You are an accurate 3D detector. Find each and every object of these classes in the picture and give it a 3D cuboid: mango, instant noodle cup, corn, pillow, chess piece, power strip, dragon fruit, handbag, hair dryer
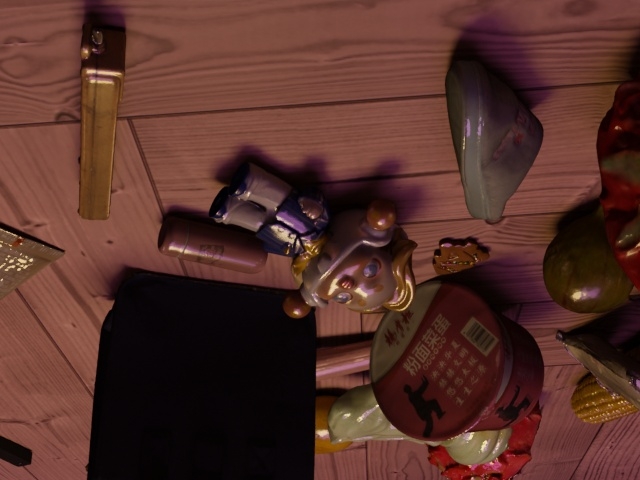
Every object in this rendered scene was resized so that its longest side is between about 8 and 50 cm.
[{"bbox_3d":[-0.012,0.352,1.669,0.195,0.098,0.137,-20,147,37],"label":"mango"},{"bbox_3d":[0.215,0.191,1.331,0.235,0.234,0.178,-27,149,33],"label":"instant noodle cup"},{"bbox_3d":[0.553,0.244,1.539,0.106,0.106,0.305,10,150,-19],"label":"corn"},{"bbox_3d":[0.480,0.214,1.389,0.059,0.255,0.169,-43,103,-1],"label":"pillow"},{"bbox_3d":[0.162,0.292,1.509,0.298,0.175,0.176,8,146,-21],"label":"chess piece"},{"bbox_3d":[-0.634,0.430,1.797,0.038,0.029,0.111,-14,144,18],"label":"power strip"},{"bbox_3d":[-0.235,-0.118,0.940,0.044,0.064,0.305,3,147,-14],"label":"power strip"},{"bbox_3d":[0.284,0.370,1.693,0.262,0.163,0.189,-29,112,35],"label":"dragon fruit"},{"bbox_3d":[-0.163,0.225,1.243,0.303,0.329,0.122,10,149,-18],"label":"handbag"},{"bbox_3d":[0.018,0.212,1.461,0.344,0.106,0.189,-11,147,1],"label":"hair dryer"}]

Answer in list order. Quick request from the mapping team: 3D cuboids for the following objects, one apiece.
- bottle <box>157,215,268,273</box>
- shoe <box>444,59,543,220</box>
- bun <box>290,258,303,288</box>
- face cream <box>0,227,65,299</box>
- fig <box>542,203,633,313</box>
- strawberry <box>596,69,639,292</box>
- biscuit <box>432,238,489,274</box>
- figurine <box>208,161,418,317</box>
[{"bbox_3d":[-0.140,0.007,1.154,0.140,0.053,0.053,14,144,-24],"label":"bottle"},{"bbox_3d":[0.195,-0.106,0.966,0.100,0.103,0.251,-8,152,9],"label":"shoe"},{"bbox_3d":[0.001,0.052,1.234,0.086,0.054,0.086,-2,147,-2],"label":"bun"},{"bbox_3d":[-0.515,0.080,1.227,0.341,0.084,0.137,-34,139,27],"label":"face cream"},{"bbox_3d":[0.366,-0.012,1.138,0.124,0.124,0.236,4,124,-12],"label":"fig"},{"bbox_3d":[0.458,-0.036,0.944,0.295,0.317,0.345,-50,149,11],"label":"strawberry"},{"bbox_3d":[0.189,0.026,1.246,0.082,0.016,0.092,14,142,-26],"label":"biscuit"},{"bbox_3d":[-0.009,0.006,1.106,0.274,0.133,0.194,11,122,-11],"label":"figurine"}]
